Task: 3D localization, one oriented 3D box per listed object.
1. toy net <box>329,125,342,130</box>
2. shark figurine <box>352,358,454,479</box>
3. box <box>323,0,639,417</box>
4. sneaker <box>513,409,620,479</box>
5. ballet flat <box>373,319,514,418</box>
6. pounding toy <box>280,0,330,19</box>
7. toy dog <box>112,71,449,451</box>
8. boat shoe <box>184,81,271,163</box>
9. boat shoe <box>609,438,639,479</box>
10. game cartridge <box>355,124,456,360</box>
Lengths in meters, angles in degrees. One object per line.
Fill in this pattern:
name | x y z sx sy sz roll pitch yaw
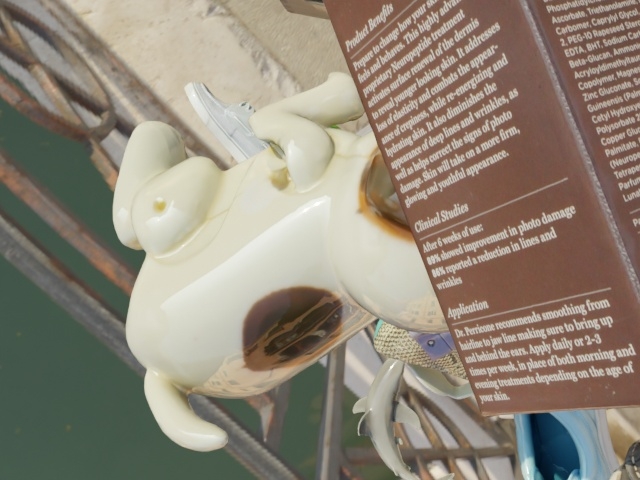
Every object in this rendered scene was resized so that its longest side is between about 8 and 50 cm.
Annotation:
toy net | 0.020 -0.183 1.654 0.122 0.232 0.045 22 85 -4
shark figurine | 0.122 0.372 1.583 0.166 0.116 0.278 -29 72 32
box | 0.140 -0.085 0.567 0.143 0.191 0.381 -20 87 -28
sneaker | 0.335 0.342 1.143 0.135 0.150 0.366 -18 95 43
ballet flat | 0.310 0.228 1.527 0.482 0.164 0.182 23 120 -16
pounding toy | 0.058 -0.377 1.031 0.181 0.094 0.206 16 83 19
toy dog | 0.000 0.000 0.857 0.408 0.395 0.284 -14 125 28
boat shoe | -0.130 -0.186 1.408 0.081 0.079 0.227 -40 93 7
boat shoe | 0.351 0.242 0.553 0.335 0.112 0.095 37 128 11
game cartridge | 0.153 -0.009 1.171 0.230 0.068 0.355 -31 114 22
